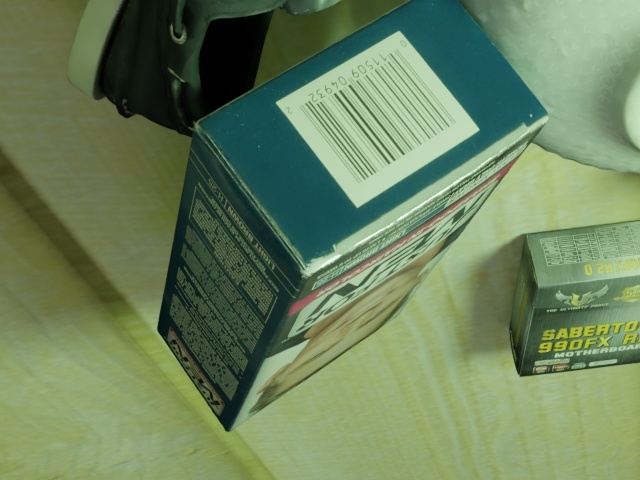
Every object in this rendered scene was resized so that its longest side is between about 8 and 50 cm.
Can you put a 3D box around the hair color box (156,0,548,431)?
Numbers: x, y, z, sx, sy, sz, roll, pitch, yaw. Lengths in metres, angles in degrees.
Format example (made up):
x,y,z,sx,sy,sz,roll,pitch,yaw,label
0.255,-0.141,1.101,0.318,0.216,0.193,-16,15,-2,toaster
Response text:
x,y,z,sx,sy,sz,roll,pitch,yaw,label
0.000,0.000,0.786,0.174,0.105,0.347,-32,168,-21,hair color box

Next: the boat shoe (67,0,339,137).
x,y,z,sx,sy,sz,roll,pitch,yaw,label
-0.033,-0.149,0.604,0.113,0.127,0.340,38,141,-2,boat shoe

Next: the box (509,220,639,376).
x,y,z,sx,sy,sz,roll,pitch,yaw,label
0.294,0.049,1.098,0.231,0.056,0.183,-7,149,-1,box

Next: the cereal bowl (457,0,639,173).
x,y,z,sx,sy,sz,roll,pitch,yaw,label
0.234,-0.142,0.695,0.339,0.141,0.339,-5,149,-3,cereal bowl
